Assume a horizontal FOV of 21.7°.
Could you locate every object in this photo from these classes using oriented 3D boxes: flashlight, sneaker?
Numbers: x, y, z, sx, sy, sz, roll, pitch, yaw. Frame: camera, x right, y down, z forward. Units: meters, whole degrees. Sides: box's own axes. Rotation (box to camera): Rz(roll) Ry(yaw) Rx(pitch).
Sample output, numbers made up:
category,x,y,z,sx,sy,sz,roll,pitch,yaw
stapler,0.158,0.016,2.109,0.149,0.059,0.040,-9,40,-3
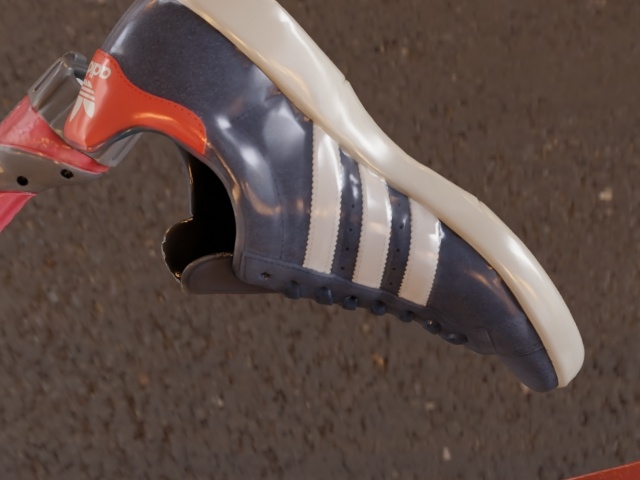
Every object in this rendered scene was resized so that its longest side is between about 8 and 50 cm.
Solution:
category,x,y,z,sx,sy,sz,roll,pitch,yaw
flashlight,-0.278,-0.022,1.439,0.304,0.103,0.103,-48,41,14
sneaker,0.000,0.000,0.963,0.350,0.131,0.148,42,85,-18

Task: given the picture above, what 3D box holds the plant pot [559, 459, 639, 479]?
category,x,y,z,sx,sy,sz,roll,pitch,yaw
plant pot,0.089,0.240,0.735,0.267,0.267,0.235,-31,71,39
